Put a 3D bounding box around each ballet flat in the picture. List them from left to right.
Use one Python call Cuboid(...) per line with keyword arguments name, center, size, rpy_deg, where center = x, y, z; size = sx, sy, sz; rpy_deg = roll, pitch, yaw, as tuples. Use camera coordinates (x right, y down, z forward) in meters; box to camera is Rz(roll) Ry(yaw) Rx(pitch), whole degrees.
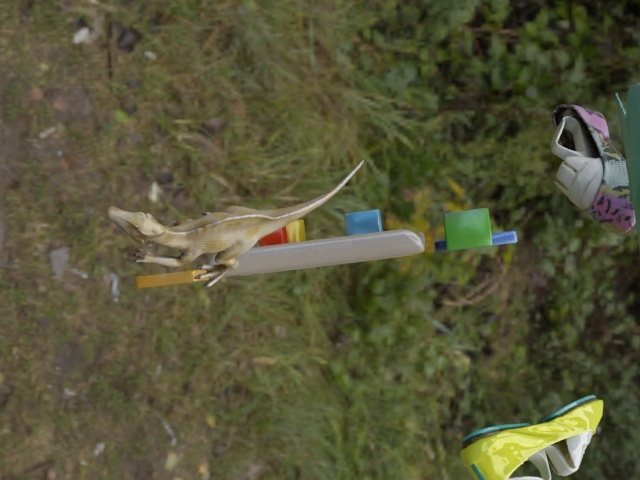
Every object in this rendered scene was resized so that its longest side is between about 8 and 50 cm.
Cuboid(name="ballet flat", center=(0.255, 0.240, 1.234), size=(0.231, 0.077, 0.077), rpy_deg=(-7, 60, -38))
Cuboid(name="ballet flat", center=(0.297, -0.085, 1.201), size=(0.221, 0.079, 0.077), rpy_deg=(-91, -157, -54))

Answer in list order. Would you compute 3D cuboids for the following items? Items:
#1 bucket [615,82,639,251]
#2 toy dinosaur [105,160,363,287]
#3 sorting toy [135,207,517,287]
Cuboid(name="bucket", center=(0.334, -0.020, 0.695), size=(0.281, 0.281, 0.183), rpy_deg=(-8, 93, -56))
Cuboid(name="toy dinosaur", center=(-0.058, -0.006, 0.714), size=(0.183, 0.092, 0.053), rpy_deg=(-11, 80, -31))
Cuboid(name="sorting toy", center=(0.000, 0.000, 0.961), size=(0.196, 0.347, 0.047), rpy_deg=(7, 76, -84))
